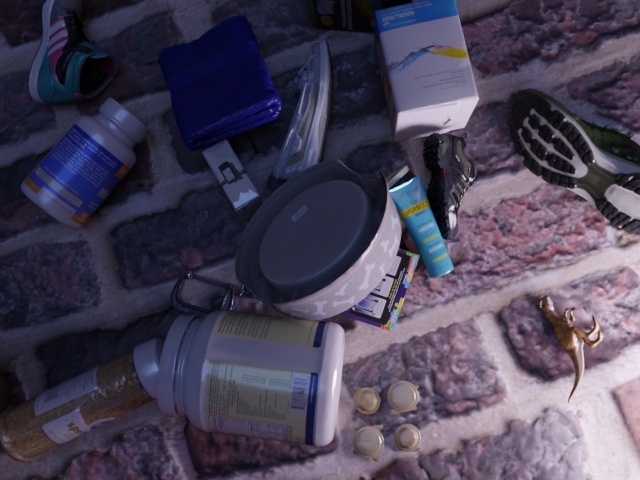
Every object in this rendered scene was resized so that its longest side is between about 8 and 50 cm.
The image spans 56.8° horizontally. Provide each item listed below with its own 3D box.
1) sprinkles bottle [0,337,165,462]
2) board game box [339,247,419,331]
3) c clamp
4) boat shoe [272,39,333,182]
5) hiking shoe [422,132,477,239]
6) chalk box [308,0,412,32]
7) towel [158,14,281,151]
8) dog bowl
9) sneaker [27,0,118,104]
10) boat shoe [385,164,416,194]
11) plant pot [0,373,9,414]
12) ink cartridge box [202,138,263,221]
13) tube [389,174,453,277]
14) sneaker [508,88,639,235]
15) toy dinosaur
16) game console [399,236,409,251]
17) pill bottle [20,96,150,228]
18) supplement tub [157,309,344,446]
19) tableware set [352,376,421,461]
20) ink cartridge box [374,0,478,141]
[{"bbox_3d":[-0.471,0.327,1.218,0.355,0.121,0.121,-25,79,0],"label":"sprinkles bottle"},{"bbox_3d":[0.109,0.086,1.223,0.141,0.048,0.171,19,95,-4],"label":"board game box"},{"bbox_3d":[-0.244,0.108,1.292,0.160,0.022,0.137,11,86,5],"label":"c clamp"},{"bbox_3d":[-0.032,-0.283,1.297,0.103,0.118,0.321,8,89,6],"label":"boat shoe"},{"bbox_3d":[0.287,-0.116,1.253,0.114,0.086,0.227,-7,96,-20],"label":"hiking shoe"},{"bbox_3d":[0.064,-0.587,1.308,0.288,0.180,0.179,7,81,4],"label":"chalk box"},{"bbox_3d":[-0.221,-0.344,1.297,0.227,0.076,0.308,-24,57,4],"label":"towel"},{"bbox_3d":[0.000,0.000,1.148,0.348,0.102,0.349,-24,40,22],"label":"dog bowl"},{"bbox_3d":[-0.548,-0.449,1.355,0.178,0.124,0.296,11,89,11],"label":"sneaker"},{"bbox_3d":[0.117,-0.059,1.263,0.233,0.084,0.079,-40,104,0],"label":"boat shoe"},{"bbox_3d":[-0.753,0.319,1.162,0.256,0.274,0.257,-1,80,3],"label":"plant pot"},{"bbox_3d":[-0.185,-0.127,1.281,0.063,0.109,0.151,-30,79,-5],"label":"ink cartridge box"},{"bbox_3d":[0.214,-0.026,1.234,0.080,0.052,0.207,-27,97,-20],"label":"tube"},{"bbox_3d":[0.580,-0.186,1.247,0.410,0.158,0.182,42,55,12],"label":"sneaker"},{"bbox_3d":[0.516,0.208,1.204,0.112,0.064,0.212,-24,69,18],"label":"toy dinosaur"},{"bbox_3d":[0.126,0.029,1.248,0.122,0.071,0.107,-27,68,0],"label":"game console"},{"bbox_3d":[-0.503,-0.173,1.292,0.152,0.152,0.272,39,85,10],"label":"pill bottle"},{"bbox_3d":[-0.124,0.259,1.145,0.324,0.235,0.236,6,81,5],"label":"supplement tub"},{"bbox_3d":[0.135,0.367,1.217,0.140,0.020,0.169,-3,81,6],"label":"tableware set"},{"bbox_3d":[0.217,-0.358,1.260,0.168,0.171,0.233,-11,79,2],"label":"ink cartridge box"}]
